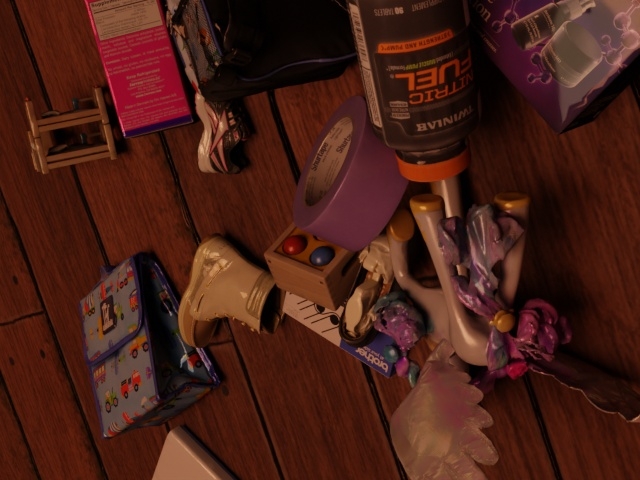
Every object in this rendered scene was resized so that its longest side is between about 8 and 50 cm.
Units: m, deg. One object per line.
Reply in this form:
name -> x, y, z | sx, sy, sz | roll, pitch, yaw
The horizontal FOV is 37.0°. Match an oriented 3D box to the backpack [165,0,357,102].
backpack -> -0.083, -0.323, 1.233 | 0.213, 0.276, 0.263 | -18, 90, 56

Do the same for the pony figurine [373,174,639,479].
pony figurine -> 0.193, 0.115, 1.164 | 0.351, 0.302, 0.364 | -142, 41, -65

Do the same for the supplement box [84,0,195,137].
supplement box -> -0.273, -0.275, 1.465 | 0.111, 0.113, 0.220 | -133, 29, -82

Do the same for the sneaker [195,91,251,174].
sneaker -> -0.138, -0.181, 1.452 | 0.077, 0.072, 0.178 | 16, 124, 23

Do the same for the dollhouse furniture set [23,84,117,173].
dollhouse furniture set -> -0.448, -0.197, 1.689 | 0.183, 0.129, 0.129 | -162, 60, -69

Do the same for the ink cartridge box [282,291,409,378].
ink cartridge box -> 0.041, 0.106, 1.405 | 0.207, 0.046, 0.097 | 30, 124, 28

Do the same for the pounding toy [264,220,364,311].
pounding toy -> 0.000, 0.000, 1.355 | 0.130, 0.141, 0.100 | 21, 146, 34

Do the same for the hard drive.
hard drive -> -0.184, 0.515, 1.750 | 0.318, 0.040, 0.210 | 39, 127, 24

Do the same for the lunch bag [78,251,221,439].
lunch bag -> -0.329, 0.173, 1.715 | 0.221, 0.138, 0.293 | -38, 68, 43

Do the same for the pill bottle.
pill bottle -> 0.110, -0.189, 1.072 | 0.130, 0.130, 0.246 | 13, 131, 37

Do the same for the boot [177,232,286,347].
boot -> -0.142, 0.115, 1.546 | 0.165, 0.077, 0.213 | 31, 121, 26

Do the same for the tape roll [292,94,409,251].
tape roll -> 0.042, -0.086, 1.236 | 0.080, 0.189, 0.189 | 24, 132, -18

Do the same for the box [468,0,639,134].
box -> 0.254, -0.277, 1.050 | 0.261, 0.103, 0.184 | 52, 128, 14

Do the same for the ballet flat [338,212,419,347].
ballet flat -> 0.075, 0.055, 1.302 | 0.074, 0.074, 0.203 | 29, 103, 30
